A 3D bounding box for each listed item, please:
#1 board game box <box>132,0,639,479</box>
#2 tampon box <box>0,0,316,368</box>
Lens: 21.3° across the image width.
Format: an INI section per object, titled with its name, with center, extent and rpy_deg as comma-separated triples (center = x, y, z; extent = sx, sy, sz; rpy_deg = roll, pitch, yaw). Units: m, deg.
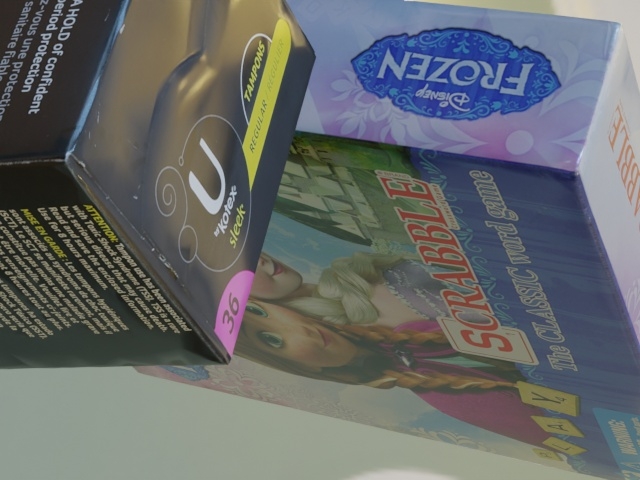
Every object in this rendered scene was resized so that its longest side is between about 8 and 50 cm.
[board game box]
center = 0.000, 0.000, 0.759
extent = 0.318, 0.318, 0.066
rpy_deg = 10, -114, 25
[tampon box]
center = -0.101, -0.036, 0.507
extent = 0.161, 0.101, 0.120
rpy_deg = -2, -126, 25
